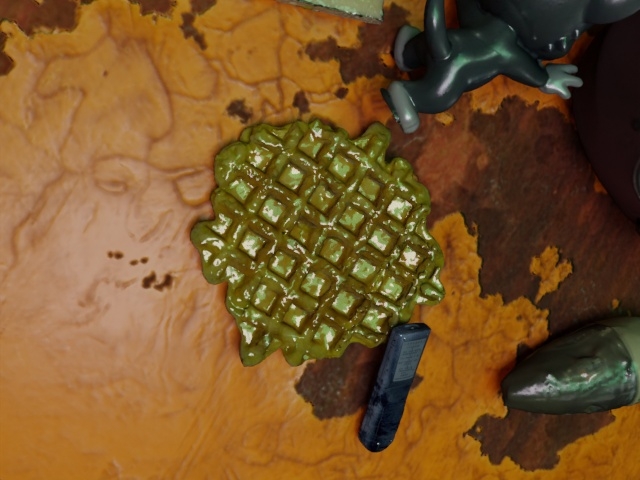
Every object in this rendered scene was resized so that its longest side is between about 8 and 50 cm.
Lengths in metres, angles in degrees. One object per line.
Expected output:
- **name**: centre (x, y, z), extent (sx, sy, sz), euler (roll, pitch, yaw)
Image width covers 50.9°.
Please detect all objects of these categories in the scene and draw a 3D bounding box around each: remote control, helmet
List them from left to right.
- **remote control**: centre (0.073, 0.152, 0.679), extent (0.044, 0.027, 0.152), euler (-1, 117, -29)
- **helmet**: centre (0.398, -0.121, 0.699), extent (0.271, 0.197, 0.338), euler (-42, 116, 0)

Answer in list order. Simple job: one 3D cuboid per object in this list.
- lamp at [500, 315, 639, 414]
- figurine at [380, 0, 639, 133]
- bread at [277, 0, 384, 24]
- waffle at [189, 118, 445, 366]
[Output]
- **lamp**: centre (0.313, 0.139, 0.749), extent (0.250, 0.101, 0.101), euler (-12, 99, -11)
- **figurine**: centre (0.159, -0.218, 0.621), extent (0.265, 0.140, 0.193), euler (-28, 65, -8)
- **bread**: centre (-0.008, -0.253, 0.636), extent (0.154, 0.028, 0.068), euler (6, 93, -18)
- **waffle**: centre (0.000, 0.000, 0.649), extent (0.243, 0.059, 0.237), euler (-12, 99, -16)
